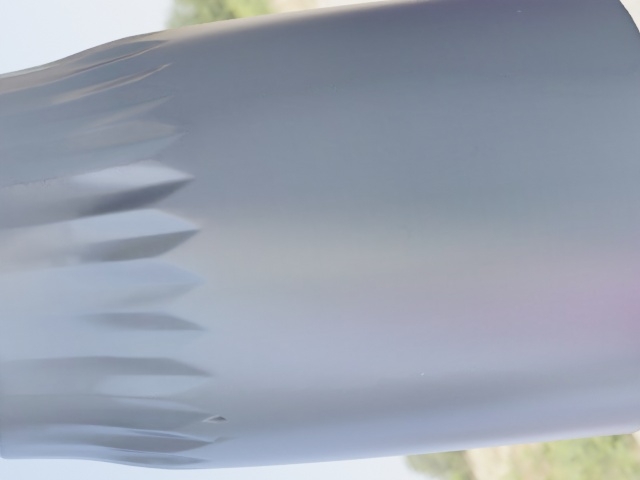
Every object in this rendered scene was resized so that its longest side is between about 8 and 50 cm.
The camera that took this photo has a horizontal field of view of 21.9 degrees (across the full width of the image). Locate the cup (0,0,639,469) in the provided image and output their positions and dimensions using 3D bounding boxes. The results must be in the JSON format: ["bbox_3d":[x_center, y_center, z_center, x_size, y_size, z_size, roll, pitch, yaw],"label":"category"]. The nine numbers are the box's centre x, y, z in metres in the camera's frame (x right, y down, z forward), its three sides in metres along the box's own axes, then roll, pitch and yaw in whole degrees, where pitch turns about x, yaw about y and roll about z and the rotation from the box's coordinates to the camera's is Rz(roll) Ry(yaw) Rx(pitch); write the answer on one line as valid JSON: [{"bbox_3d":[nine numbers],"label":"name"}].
[{"bbox_3d":[0.000,0.000,0.900,0.253,0.371,0.253,173,90,-81],"label":"cup"}]
